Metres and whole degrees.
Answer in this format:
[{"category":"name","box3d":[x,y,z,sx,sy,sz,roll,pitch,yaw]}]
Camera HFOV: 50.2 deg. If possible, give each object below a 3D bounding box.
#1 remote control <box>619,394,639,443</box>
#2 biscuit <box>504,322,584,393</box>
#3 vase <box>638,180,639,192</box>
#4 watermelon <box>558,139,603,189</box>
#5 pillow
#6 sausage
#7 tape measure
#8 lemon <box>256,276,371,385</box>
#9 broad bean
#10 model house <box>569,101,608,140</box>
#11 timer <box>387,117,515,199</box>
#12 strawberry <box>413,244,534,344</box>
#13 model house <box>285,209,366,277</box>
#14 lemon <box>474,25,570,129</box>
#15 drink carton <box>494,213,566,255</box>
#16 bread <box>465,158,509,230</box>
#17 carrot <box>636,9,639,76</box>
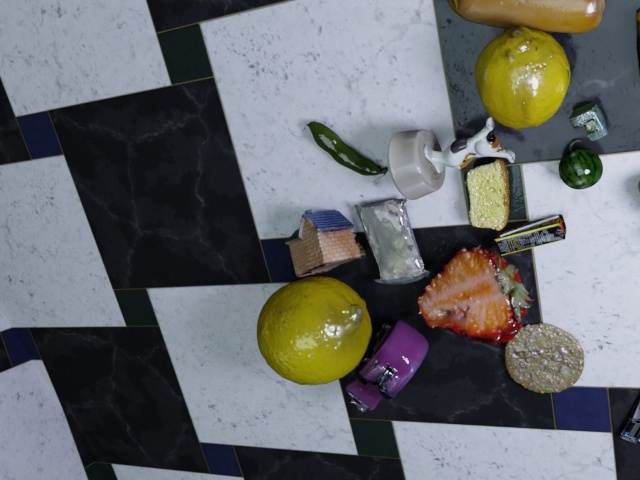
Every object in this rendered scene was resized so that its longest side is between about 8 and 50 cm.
[{"category":"remote control","box3d":[0.860,0.454,1.814,0.059,0.028,0.212,21,120,16]},{"category":"biscuit","box3d":[0.609,0.323,1.864,0.219,0.033,0.220,9,115,20]},{"category":"vase","box3d":[0.855,-0.149,1.473,0.299,0.143,0.143,-32,98,36]},{"category":"watermelon","box3d":[0.604,-0.171,1.595,0.109,0.109,0.109,10,117,20]},{"category":"pillow","box3d":[0.202,0.001,1.882,0.169,0.059,0.255,-10,107,29]},{"category":"sausage","box3d":[0.434,-0.530,1.496,0.354,0.116,0.134,12,129,23]},{"category":"tape measure","box3d":[0.190,0.345,1.939,0.149,0.245,0.231,36,139,4]},{"category":"lemon","box3d":[-0.020,0.259,1.955,0.336,0.336,0.336,10,117,20]},{"category":"broad bean","box3d":[0.062,-0.238,1.839,0.254,0.046,0.065,35,116,4]},{"category":"model house","box3d":[0.616,-0.263,1.556,0.066,0.079,0.083,-24,103,33]},{"category":"timer","box3d":[0.317,-0.207,1.643,0.266,0.175,0.175,-11,108,35]},{"category":"strawberry","box3d":[0.426,0.162,1.810,0.253,0.150,0.280,52,128,19]},{"category":"model house","box3d":[0.000,0.000,1.924,0.183,0.166,0.172,-26,79,48]},{"category":"lemon","box3d":[0.444,-0.358,1.509,0.204,0.204,0.260,2,146,23]},{"category":"drink carton","box3d":[0.529,-0.016,1.717,0.165,0.071,0.056,-17,108,28]},{"category":"bread","box3d":[0.424,-0.119,1.721,0.103,0.065,0.187,-2,114,27]},{"category":"carrot","box3d":[0.713,-0.404,1.445,0.082,0.082,0.173,-7,114,27]}]
